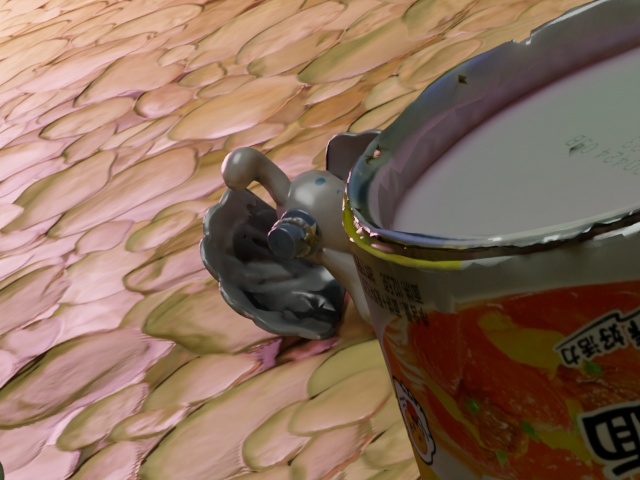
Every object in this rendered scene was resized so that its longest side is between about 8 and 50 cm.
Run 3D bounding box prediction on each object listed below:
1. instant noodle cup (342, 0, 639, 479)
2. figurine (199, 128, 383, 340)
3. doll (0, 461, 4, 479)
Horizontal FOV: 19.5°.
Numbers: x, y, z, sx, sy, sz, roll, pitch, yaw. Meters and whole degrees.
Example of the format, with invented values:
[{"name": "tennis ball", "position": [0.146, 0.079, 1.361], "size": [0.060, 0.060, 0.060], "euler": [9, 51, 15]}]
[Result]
[{"name": "instant noodle cup", "position": [0.102, 0.023, 0.507], "size": [0.205, 0.153, 0.205], "euler": [-23, 20, 9]}, {"name": "figurine", "position": [0.000, 0.000, 0.782], "size": [0.086, 0.094, 0.082], "euler": [-7, -36, -40]}, {"name": "doll", "position": [-0.201, 0.120, 0.736], "size": [0.158, 0.059, 0.159], "euler": [-36, 22, -26]}]
